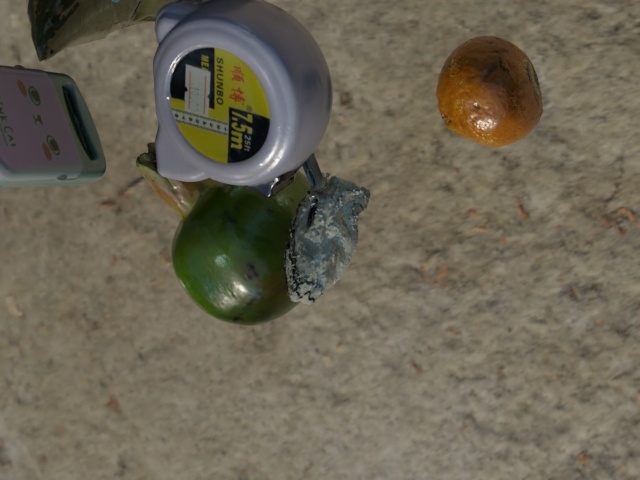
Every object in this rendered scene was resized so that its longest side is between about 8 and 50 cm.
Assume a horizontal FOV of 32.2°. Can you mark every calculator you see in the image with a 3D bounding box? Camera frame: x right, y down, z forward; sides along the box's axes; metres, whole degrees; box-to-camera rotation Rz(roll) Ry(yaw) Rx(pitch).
[{"bbox_3d":[-0.323,-0.126,1.233,0.045,0.246,0.141,-23,84,22],"label":"calculator"}]

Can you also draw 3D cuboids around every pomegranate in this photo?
[{"bbox_3d":[-0.129,-0.022,1.519,0.302,0.236,0.236,40,135,-18],"label":"pomegranate"}]

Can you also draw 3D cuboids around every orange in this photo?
[{"bbox_3d":[0.198,-0.175,1.310,0.117,0.135,0.136,-9,97,21],"label":"orange"}]

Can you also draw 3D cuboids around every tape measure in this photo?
[{"bbox_3d":[-0.072,-0.137,1.056,0.178,0.105,0.196,21,122,22],"label":"tape measure"}]

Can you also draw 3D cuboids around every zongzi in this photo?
[{"bbox_3d":[-0.384,-0.395,1.476,0.356,0.393,0.174,34,127,7],"label":"zongzi"}]

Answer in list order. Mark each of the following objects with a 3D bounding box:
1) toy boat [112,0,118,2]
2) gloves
[{"bbox_3d":[-0.173,-0.262,1.001,0.059,0.069,0.173,60,154,-3],"label":"toy boat"},{"bbox_3d":[-0.003,-0.001,1.274,0.114,0.070,0.153,12,84,71],"label":"gloves"}]
